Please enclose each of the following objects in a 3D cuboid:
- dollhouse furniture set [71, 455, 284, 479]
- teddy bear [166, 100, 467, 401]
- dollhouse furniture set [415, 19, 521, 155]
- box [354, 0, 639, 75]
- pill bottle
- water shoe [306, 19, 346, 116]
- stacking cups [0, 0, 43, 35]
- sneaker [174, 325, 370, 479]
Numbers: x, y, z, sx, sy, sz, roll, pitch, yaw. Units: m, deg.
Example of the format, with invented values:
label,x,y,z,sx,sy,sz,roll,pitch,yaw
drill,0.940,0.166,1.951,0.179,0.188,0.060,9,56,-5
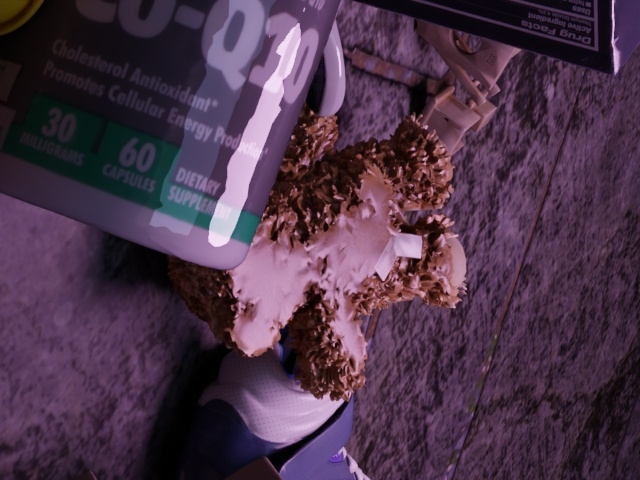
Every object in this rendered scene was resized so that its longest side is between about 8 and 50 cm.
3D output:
label,x,y,z,sx,sy,sz,roll,pitch,yaw
dollhouse furniture set,-0.110,0.291,1.273,0.259,0.135,0.262,-31,139,-10
teddy bear,0.000,0.000,1.377,0.338,0.113,0.245,-37,117,-40
dollhouse furniture set,0.159,-0.194,1.631,0.182,0.101,0.161,-38,164,-46
box,0.117,-0.315,1.217,0.182,0.296,0.294,-52,149,-31
pill bottle,-0.082,-0.179,1.044,0.204,0.204,0.361,21,88,-63
water shoe,-0.032,-0.179,1.285,0.080,0.073,0.203,-15,129,-5
stacking cups,-0.269,-0.167,0.841,0.316,0.096,0.096,1,107,-59
sneaker,-0.001,0.180,1.504,0.323,0.130,0.236,13,101,-57
